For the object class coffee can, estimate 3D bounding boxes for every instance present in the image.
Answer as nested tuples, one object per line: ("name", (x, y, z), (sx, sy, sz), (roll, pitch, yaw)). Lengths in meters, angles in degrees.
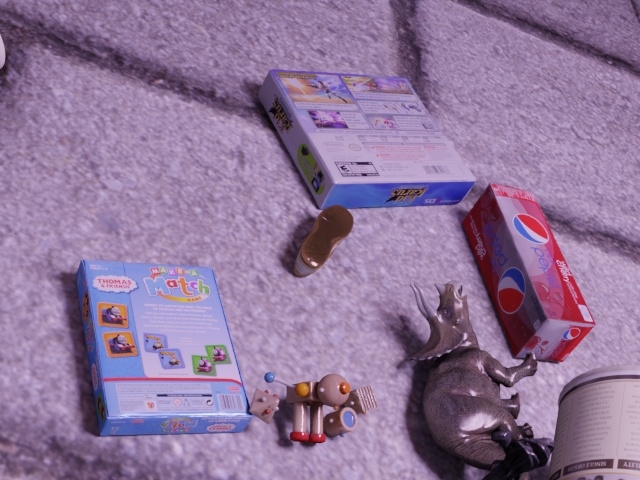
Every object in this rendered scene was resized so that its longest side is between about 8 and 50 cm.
("coffee can", (0.329, 0.297, 1.008), (0.201, 0.201, 0.275), (25, 54, -6))

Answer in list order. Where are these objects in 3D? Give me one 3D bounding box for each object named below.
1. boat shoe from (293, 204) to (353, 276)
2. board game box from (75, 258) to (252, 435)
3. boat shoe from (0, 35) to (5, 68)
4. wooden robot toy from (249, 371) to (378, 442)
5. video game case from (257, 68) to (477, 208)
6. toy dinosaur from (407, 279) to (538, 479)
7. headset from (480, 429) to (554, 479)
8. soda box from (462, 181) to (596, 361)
("boat shoe", (0.000, 0.000, 1.296), (0.050, 0.045, 0.135), (42, 42, -1))
("board game box", (-0.176, 0.114, 1.073), (0.160, 0.039, 0.211), (5, 47, -28))
("boat shoe", (-0.540, -0.305, 1.244), (0.324, 0.116, 0.097), (38, 44, 16))
("wooden robot toy", (0.010, 0.179, 1.067), (0.173, 0.079, 0.076), (14, 62, -40))
("video game case", (0.070, -0.157, 1.495), (0.269, 0.061, 0.244), (-3, 51, -34))
("toy dinosaur", (0.181, 0.202, 1.164), (0.160, 0.121, 0.313), (8, 48, -8))
("headset", (0.094, 0.346, 0.876), (0.243, 0.185, 0.394), (36, 51, 8))
("soda box", (0.292, 0.043, 1.391), (0.083, 0.092, 0.263), (9, 44, -23))
